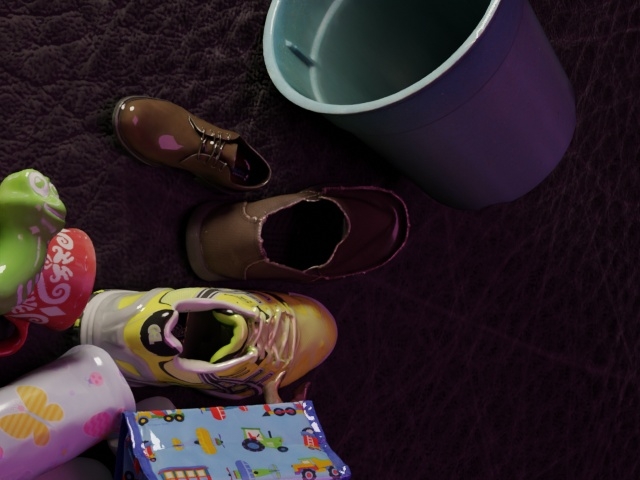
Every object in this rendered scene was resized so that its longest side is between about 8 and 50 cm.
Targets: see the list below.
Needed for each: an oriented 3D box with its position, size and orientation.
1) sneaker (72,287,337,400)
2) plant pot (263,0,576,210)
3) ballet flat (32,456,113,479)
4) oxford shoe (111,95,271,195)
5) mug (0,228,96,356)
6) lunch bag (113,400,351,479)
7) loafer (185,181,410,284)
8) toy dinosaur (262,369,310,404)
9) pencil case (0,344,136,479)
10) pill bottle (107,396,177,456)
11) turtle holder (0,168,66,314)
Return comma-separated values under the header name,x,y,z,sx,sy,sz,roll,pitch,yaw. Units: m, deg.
name,x,y,z,sx,sy,sz,roll,pitch,yaw
sneaker,-0.105,0.126,1.717,0.384,0.147,0.145,0,89,-47
plant pot,0.158,-0.225,1.876,0.334,0.341,0.341,41,62,-47
ballet flat,-0.339,0.344,1.489,0.400,0.139,0.139,-22,106,-44
oxford shoe,-0.146,-0.117,1.708,0.227,0.096,0.083,21,78,-43
mug,-0.338,0.042,1.502,0.169,0.113,0.150,18,76,-41
lunch bag,-0.116,0.335,1.593,0.221,0.138,0.293,0,122,-23
loafer,0.000,0.000,1.834,0.366,0.130,0.134,-11,99,-45
toy dinosaur,-0.031,0.277,1.745,0.200,0.127,0.296,61,-1,14
pencil case,-0.326,0.206,1.514,0.273,0.124,0.113,-25,79,-44
pill bottle,-0.158,0.284,1.684,0.117,0.117,0.208,-51,125,-33
turtle holder,-0.408,-0.026,1.303,0.243,0.320,0.227,80,7,-68
